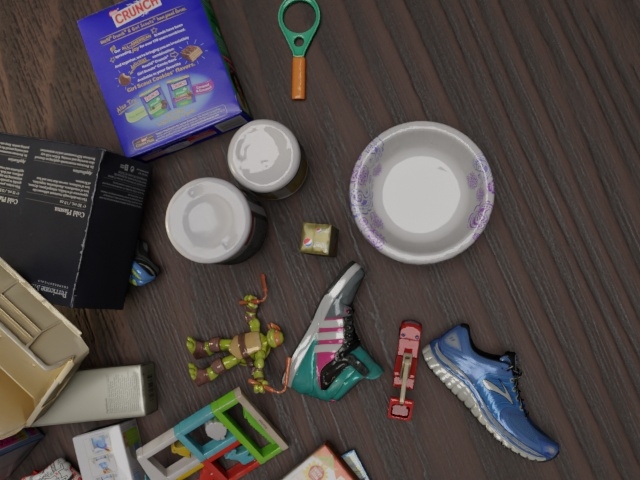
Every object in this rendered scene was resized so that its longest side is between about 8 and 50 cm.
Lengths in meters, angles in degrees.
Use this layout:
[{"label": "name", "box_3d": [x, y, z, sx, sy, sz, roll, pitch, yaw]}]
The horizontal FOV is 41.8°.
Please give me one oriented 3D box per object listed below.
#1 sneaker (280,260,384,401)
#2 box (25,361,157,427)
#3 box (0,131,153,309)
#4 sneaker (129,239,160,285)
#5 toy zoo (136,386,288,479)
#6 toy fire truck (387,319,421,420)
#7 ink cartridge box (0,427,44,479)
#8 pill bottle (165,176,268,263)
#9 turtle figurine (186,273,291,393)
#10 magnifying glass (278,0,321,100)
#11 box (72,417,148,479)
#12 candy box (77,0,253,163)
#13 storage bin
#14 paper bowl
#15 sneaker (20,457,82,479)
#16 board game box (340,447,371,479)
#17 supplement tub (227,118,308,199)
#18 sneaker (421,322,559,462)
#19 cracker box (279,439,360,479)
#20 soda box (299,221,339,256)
[{"label": "sneaker", "box_3d": [0.060, 0.205, 1.703, 0.178, 0.124, 0.295, 29, 98, 11]}, {"label": "box", "box_3d": [-0.491, 0.325, 1.768, 0.275, 0.094, 0.113, -5, 86, 6]}, {"label": "box", "box_3d": [-0.560, -0.042, 1.716, 0.343, 0.179, 0.312, 11, 87, 22]}, {"label": "sneaker", "box_3d": [-0.412, 0.020, 1.796, 0.188, 0.078, 0.067, 46, 129, 20]}, {"label": "toy zoo", "box_3d": [-0.236, 0.437, 1.713, 0.293, 0.030, 0.192, -33, 123, 4]}, {"label": "toy fire truck", "box_3d": [0.171, 0.256, 1.686, 0.047, 0.135, 0.192, 8, 88, 6]}, {"label": "ink cartridge box", "box_3d": [-0.796, 0.333, 1.708, 0.395, 0.270, 0.151, 42, 93, 6]}, {"label": "pill bottle", "box_3d": [-0.193, -0.031, 1.663, 0.161, 0.283, 0.161, 0, 87, 6]}, {"label": "turtle figurine", "box_3d": [-0.166, 0.213, 1.748, 0.217, 0.087, 0.269, -16, 63, 8]}, {"label": "magnifying glass", "box_3d": [-0.046, -0.416, 1.801, 0.092, 0.026, 0.230, 0, 88, 6]}, {"label": "box", "box_3d": [-0.424, 0.486, 1.742, 0.103, 0.114, 0.203, -16, 84, 4]}, {"label": "candy box", "box_3d": [-0.326, -0.358, 1.777, 0.268, 0.122, 0.317, -20, 86, 5]}, {"label": "storage bin", "box_3d": [-0.613, 0.213, 1.611, 0.260, 0.123, 0.262, 43, 125, 2]}, {"label": "paper bowl", "box_3d": [0.202, -0.091, 1.696, 0.284, 0.148, 0.284, 0, 86, 6]}, {"label": "sneaker", "box_3d": [-0.605, 0.582, 1.769, 0.270, 0.090, 0.145, -43, 83, -2]}, {"label": "board game box", "box_3d": [0.026, 0.512, 1.740, 0.154, 0.026, 0.103, -28, 84, 4]}, {"label": "supplement tub", "box_3d": [-0.102, -0.159, 1.703, 0.144, 0.200, 0.144, 0, 87, 5]}, {"label": "sneaker", "box_3d": [0.359, 0.300, 1.669, 0.147, 0.130, 0.330, -44, 84, 4]}, {"label": "cracker box", "box_3d": [-0.026, 0.540, 1.696, 0.232, 0.067, 0.155, -40, 83, 2]}, {"label": "soda box", "box_3d": [0.000, 0.000, 1.694, 0.058, 0.181, 0.061, 6, 88, 6]}]
